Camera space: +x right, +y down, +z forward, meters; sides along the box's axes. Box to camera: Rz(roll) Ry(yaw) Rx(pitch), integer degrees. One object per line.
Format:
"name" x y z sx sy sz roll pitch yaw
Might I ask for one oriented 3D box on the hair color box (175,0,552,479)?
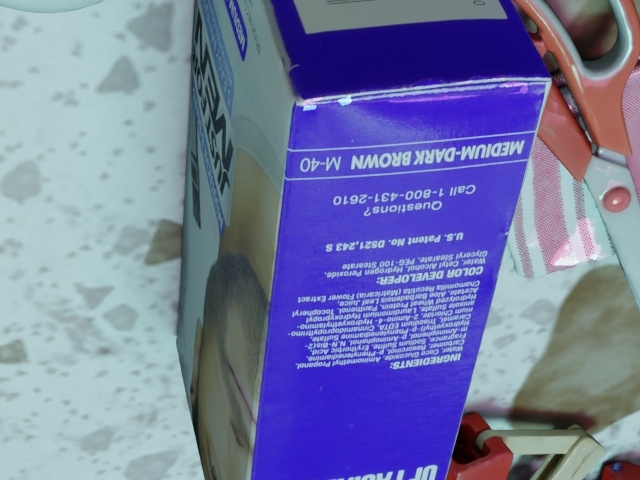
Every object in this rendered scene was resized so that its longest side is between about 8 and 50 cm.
"hair color box" 0.000 0.000 0.729 0.110 0.185 0.338 -7 136 -12

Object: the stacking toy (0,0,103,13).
"stacking toy" -0.098 -0.219 0.429 0.351 0.350 0.480 -7 154 -12

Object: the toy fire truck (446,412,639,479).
"toy fire truck" 0.158 0.173 1.059 0.192 0.047 0.135 -10 122 -23

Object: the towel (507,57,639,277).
"towel" 0.193 -0.052 0.856 0.197 0.029 0.144 -18 137 0

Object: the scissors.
"scissors" 0.159 -0.040 0.816 0.109 0.021 0.297 -36 122 13
